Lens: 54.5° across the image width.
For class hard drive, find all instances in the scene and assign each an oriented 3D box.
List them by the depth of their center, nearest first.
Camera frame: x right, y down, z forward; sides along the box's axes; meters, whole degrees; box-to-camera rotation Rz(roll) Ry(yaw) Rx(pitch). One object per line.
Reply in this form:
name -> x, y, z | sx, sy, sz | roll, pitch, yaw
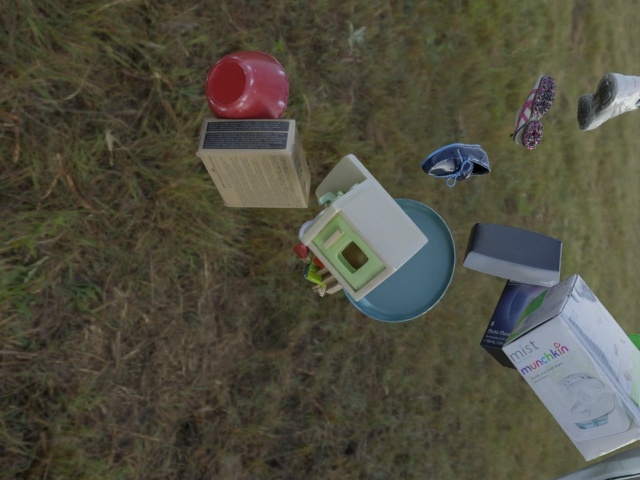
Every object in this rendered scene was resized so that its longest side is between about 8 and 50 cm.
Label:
hard drive -> 0.533, 0.033, 1.708 | 0.054, 0.255, 0.172 | 90, 19, -45

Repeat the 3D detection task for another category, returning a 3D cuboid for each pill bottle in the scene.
pill bottle -> 0.000, 0.000, 2.063 | 0.160, 0.087, 0.087 | 36, 54, -56

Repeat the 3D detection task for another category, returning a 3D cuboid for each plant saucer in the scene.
plant saucer -> 0.195, 0.052, 1.592 | 0.044, 0.318, 0.317 | 23, 65, -59

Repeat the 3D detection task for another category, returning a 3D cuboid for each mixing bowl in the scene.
mixing bowl -> -0.165, -0.308, 1.263 | 0.098, 0.182, 0.181 | 0, 86, -69

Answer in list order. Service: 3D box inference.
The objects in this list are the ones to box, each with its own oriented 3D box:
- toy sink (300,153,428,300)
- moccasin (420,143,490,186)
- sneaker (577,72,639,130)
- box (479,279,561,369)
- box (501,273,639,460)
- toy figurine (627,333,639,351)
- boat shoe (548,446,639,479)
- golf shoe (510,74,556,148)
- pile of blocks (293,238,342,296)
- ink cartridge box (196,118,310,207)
toy sink -> 0.061, -0.024, 1.214 | 0.234, 0.153, 0.131 | 50, 50, 4
moccasin -> 0.504, -0.275, 2.222 | 0.342, 0.137, 0.116 | -15, 68, -37
sneaker -> 0.680, -0.314, 1.445 | 0.232, 0.115, 0.090 | 103, -16, -83
box -> 0.765, 0.300, 2.174 | 0.183, 0.296, 0.294 | 42, 67, -31
box -> 0.464, 0.207, 1.098 | 0.231, 0.127, 0.262 | 53, 30, 7
toy figurine -> 0.687, 0.296, 1.351 | 0.159, 0.173, 0.130 | 95, -12, -51
boat shoe -> 0.647, 0.527, 1.333 | 0.121, 0.335, 0.119 | -2, 60, -41
golf shoe -> 0.529, -0.330, 1.571 | 0.068, 0.086, 0.186 | -1, 116, -31
pile of blocks -> -0.023, 0.066, 1.809 | 0.113, 0.362, 0.148 | 26, 88, -16
ink cartridge box -> -0.132, -0.158, 1.318 | 0.234, 0.193, 0.088 | 75, 20, -65
